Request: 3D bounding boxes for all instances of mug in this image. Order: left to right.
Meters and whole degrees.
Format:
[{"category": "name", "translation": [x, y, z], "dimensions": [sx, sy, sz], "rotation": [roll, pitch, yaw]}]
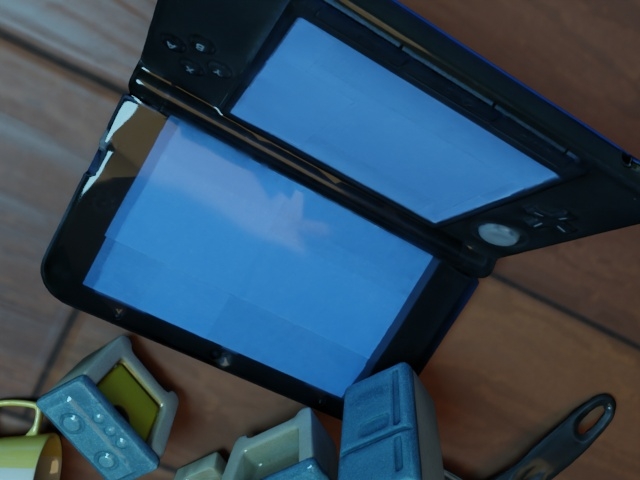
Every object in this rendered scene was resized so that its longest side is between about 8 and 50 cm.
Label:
[{"category": "mug", "translation": [-0.223, 0.160, 0.448], "dimensions": [0.064, 0.078, 0.062], "rotation": [4, 136, -3]}]

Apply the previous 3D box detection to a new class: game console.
[{"category": "game console", "translation": [0.000, 0.000, 0.393], "dimensions": [0.293, 0.250, 0.173], "rotation": [26, 71, -16]}]

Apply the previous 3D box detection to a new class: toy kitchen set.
[{"category": "toy kitchen set", "translation": [-0.052, 0.121, 0.402], "dimensions": [0.207, 0.122, 0.166], "rotation": [-29, 108, 15]}]

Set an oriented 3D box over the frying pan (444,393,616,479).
[{"category": "frying pan", "translation": [0.094, 0.224, 0.519], "dimensions": [0.197, 0.053, 0.326], "rotation": [32, 70, 0]}]
